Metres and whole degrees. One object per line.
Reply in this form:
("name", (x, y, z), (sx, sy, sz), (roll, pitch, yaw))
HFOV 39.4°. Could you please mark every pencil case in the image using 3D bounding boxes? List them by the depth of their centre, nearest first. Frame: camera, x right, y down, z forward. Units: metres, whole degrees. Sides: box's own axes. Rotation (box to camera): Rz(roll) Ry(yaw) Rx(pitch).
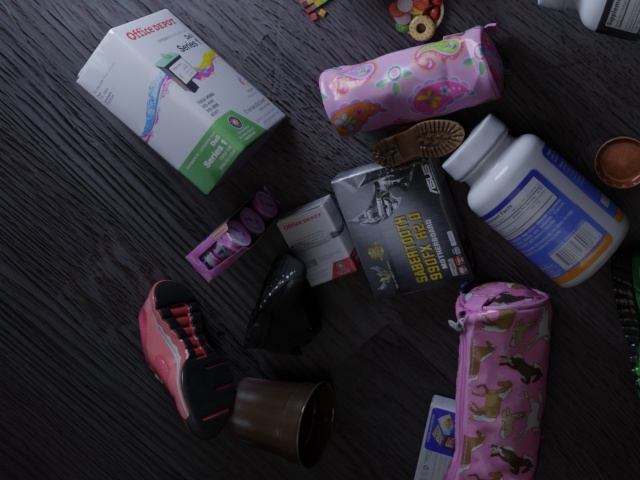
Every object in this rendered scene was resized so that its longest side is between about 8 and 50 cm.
("pencil case", (0.144, -0.244, 1.377), (0.284, 0.124, 0.124), (-13, 109, 23))
("pencil case", (0.295, 0.263, 1.501), (0.167, 0.160, 0.386), (4, 106, 15))

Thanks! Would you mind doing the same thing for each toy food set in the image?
("toy food set", (0.148, -0.355, 1.376), (0.082, 0.020, 0.083), (30, 120, 4))

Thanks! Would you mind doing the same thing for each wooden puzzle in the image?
("wooden puzzle", (-0.014, -0.395, 1.421), (0.049, 0.006, 0.083), (-28, 103, 27))

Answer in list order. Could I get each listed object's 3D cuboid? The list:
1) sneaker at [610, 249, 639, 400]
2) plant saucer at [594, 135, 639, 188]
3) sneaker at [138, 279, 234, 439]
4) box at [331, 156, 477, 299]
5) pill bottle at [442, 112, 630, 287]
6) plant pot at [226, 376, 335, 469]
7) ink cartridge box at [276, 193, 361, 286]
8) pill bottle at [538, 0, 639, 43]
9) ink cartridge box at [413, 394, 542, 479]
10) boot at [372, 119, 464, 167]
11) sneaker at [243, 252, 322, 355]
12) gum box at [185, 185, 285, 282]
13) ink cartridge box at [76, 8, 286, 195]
("sneaker", (0.564, 0.174, 1.413), (0.146, 0.134, 0.344), (-11, 109, 22))
("plant saucer", (0.467, -0.121, 1.379), (0.083, 0.013, 0.084), (8, 116, 16))
("sneaker", (-0.265, 0.238, 1.707), (0.136, 0.116, 0.314), (-40, 65, 42))
("box", (0.143, -0.027, 1.509), (0.183, 0.056, 0.231), (-14, 108, 23))
("pill bottle", (0.325, -0.067, 1.374), (0.272, 0.152, 0.152), (41, 120, -2))
("plant pot", (-0.079, 0.336, 1.700), (0.165, 0.167, 0.167), (7, 116, 23))
("ink cartridge box", (0.000, 0.000, 1.569), (0.099, 0.056, 0.135), (-20, 106, 25))
("pill bottle", (0.447, -0.347, 1.198), (0.278, 0.162, 0.162), (18, 118, 11))
("ink cartridge box", (0.290, 0.404, 1.663), (0.208, 0.045, 0.206), (15, 117, 13))
("boot", (0.165, -0.166, 1.412), (0.157, 0.084, 0.059), (-10, 109, 38))
("sneaker", (-0.051, 0.120, 1.595), (0.130, 0.109, 0.286), (19, 149, -3))
("gum box", (-0.146, -0.011, 1.538), (0.107, 0.188, 0.062), (-39, 97, 30))
("ink cartridge box", (-0.221, -0.232, 1.455), (0.278, 0.201, 0.117), (41, 119, -2))
